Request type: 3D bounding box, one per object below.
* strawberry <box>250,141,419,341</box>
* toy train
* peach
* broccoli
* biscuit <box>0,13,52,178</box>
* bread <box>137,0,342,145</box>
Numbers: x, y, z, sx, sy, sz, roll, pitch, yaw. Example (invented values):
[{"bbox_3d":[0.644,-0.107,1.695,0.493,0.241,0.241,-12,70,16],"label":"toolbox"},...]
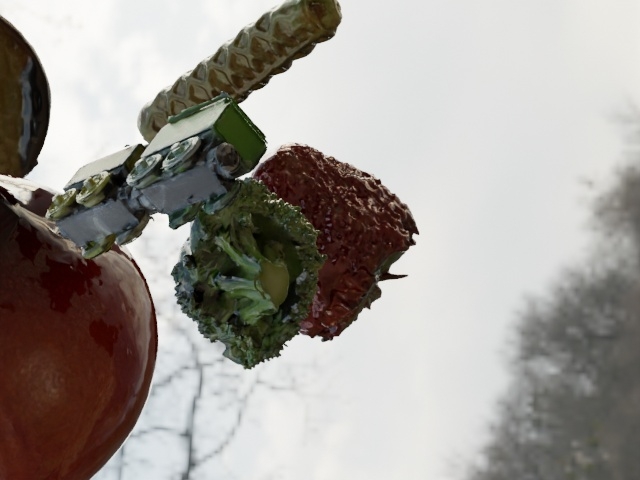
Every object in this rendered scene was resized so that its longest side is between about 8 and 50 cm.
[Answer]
[{"bbox_3d":[0.002,-0.003,2.411,0.261,0.257,0.261,-53,-8,-10],"label":"strawberry"},{"bbox_3d":[-0.120,-0.044,1.201,0.060,0.202,0.081,50,-131,-21],"label":"toy train"},{"bbox_3d":[-0.361,0.099,1.741,0.388,0.388,0.388,2,-90,-72],"label":"peach"},{"bbox_3d":[-0.094,0.045,2.166,0.176,0.198,0.226,136,137,-64],"label":"broccoli"},{"bbox_3d":[-0.507,-0.174,2.151,0.040,0.318,0.318,-107,9,-63],"label":"biscuit"},{"bbox_3d":[-0.113,-0.221,2.192,0.084,0.367,0.077,-20,-99,-53],"label":"bread"}]
